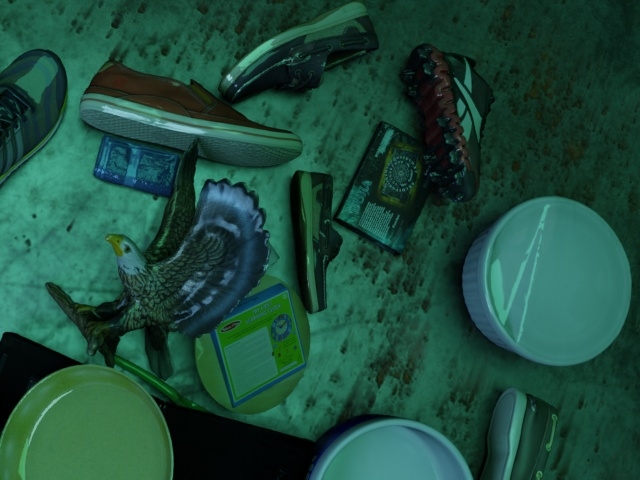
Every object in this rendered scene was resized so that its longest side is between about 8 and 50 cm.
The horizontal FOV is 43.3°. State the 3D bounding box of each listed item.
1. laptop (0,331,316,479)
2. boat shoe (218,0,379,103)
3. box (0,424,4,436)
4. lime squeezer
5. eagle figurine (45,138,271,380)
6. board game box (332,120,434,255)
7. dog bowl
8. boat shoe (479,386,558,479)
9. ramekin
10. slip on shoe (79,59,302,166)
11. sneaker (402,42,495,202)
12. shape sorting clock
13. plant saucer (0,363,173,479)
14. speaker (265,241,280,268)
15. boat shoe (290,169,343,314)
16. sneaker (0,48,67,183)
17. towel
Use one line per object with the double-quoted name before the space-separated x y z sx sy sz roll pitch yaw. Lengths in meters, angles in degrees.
"laptop" -0.283 0.382 1.104 0.407 0.236 0.382 19 84 19
"boat shoe" -0.025 -0.281 1.258 0.285 0.103 0.092 -33 89 -24
"box" -0.602 0.240 0.991 0.293 0.073 0.295 -44 97 -1
"lime squeezer" -0.193 0.280 1.174 0.109 0.059 0.311 -25 93 14
"eagle figurine" -0.209 0.033 1.095 0.298 0.225 0.226 -42 84 -10
"board game box" 0.114 -0.086 1.316 0.126 0.026 0.186 29 76 -12
"dog bowl" 0.095 0.398 1.213 0.264 0.104 0.265 2 83 -17
"boat shoe" 0.302 0.392 1.277 0.091 0.109 0.305 21 74 -9
"ramekin" 0.357 0.068 1.322 0.272 0.127 0.273 2 84 -18
"slip on shoe" -0.181 -0.186 1.193 0.331 0.123 0.101 14 74 -11
"sneaker" 0.228 -0.193 1.310 0.135 0.097 0.276 -3 70 -23
"shape sorting clock" -0.098 0.152 1.191 0.206 0.040 0.206 -4 95 -41
"plant saucer" -0.282 0.273 0.983 0.240 0.037 0.241 -3 78 15
"speaker" -0.120 -0.012 1.220 0.055 0.055 0.136 -35 95 -18
"boat shoe" 0.000 0.000 1.243 0.073 0.080 0.224 -4 80 -13
"sneaker" -0.447 -0.141 1.097 0.111 0.121 0.300 34 75 -11
"towel" -0.271 -0.110 1.198 0.119 0.029 0.067 15 80 -15
